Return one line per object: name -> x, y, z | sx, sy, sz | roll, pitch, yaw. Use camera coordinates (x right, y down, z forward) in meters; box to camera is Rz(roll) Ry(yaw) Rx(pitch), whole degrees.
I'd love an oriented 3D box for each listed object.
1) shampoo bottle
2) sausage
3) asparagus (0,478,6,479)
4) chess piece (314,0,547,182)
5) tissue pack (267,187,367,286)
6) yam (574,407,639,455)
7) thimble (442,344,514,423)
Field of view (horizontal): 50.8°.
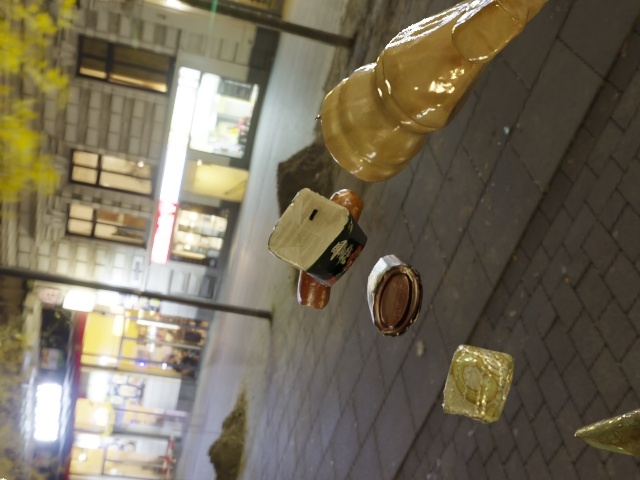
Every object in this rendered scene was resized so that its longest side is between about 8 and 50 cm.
shampoo bottle -> 0.130, 0.091, 1.254 | 0.323, 0.084, 0.129 | -63, -16, -86
sausage -> 0.011, 0.029, 1.453 | 0.103, 0.076, 0.302 | -32, -33, -52
asparagus -> -0.305, 0.329, 0.788 | 0.060, 0.277, 0.067 | 22, 80, 49
chess piece -> 0.124, -0.182, 0.701 | 0.301, 0.137, 0.137 | -36, 43, 51
tissue pack -> 0.000, 0.000, 0.937 | 0.103, 0.090, 0.170 | -54, -18, -1
yam -> 0.718, 0.442, 1.552 | 0.259, 0.106, 0.106 | -42, 35, 42
thimble -> 0.397, 0.364, 1.703 | 0.190, 0.143, 0.137 | -65, -28, -24
